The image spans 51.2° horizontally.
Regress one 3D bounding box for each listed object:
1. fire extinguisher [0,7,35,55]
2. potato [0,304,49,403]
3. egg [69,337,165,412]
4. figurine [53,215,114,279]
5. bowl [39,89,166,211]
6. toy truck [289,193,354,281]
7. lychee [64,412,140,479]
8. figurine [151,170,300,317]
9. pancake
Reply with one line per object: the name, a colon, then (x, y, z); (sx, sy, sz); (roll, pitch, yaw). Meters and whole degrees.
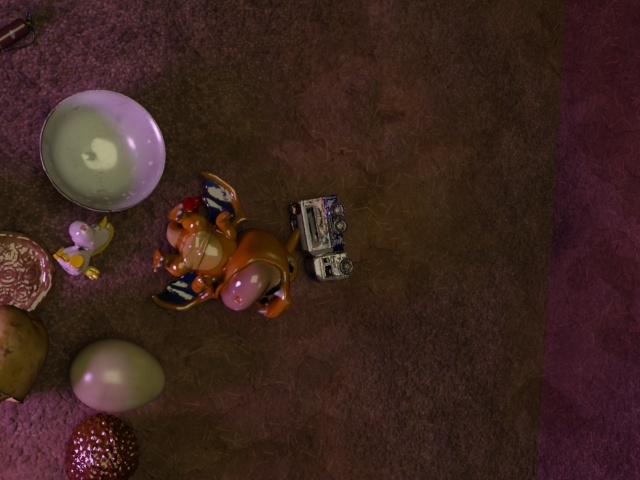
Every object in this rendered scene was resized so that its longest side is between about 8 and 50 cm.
fire extinguisher: (-0.794, -0.521, 1.714); (0.157, 0.045, 0.078); (-44, 136, -22)
potato: (-0.760, 0.265, 1.599); (0.242, 0.285, 0.243); (-1, 66, 1)
egg: (-0.529, 0.356, 1.753); (0.253, 0.188, 0.189); (18, 81, -32)
figurine: (-0.622, 0.009, 1.775); (0.129, 0.109, 0.178); (36, 72, -50)
bowl: (-0.580, -0.228, 1.759); (0.313, 0.146, 0.313); (1, 88, -29)
toy truck: (0.000, 0.000, 2.069); (0.155, 0.124, 0.268); (-10, 92, -20)
lychee: (-0.562, 0.568, 1.732); (0.200, 0.200, 0.238); (-16, 75, -26)
figurine: (-0.252, 0.022, 1.861); (0.387, 0.268, 0.401); (21, 75, -23)
pancake: (-0.797, 0.093, 1.699); (0.250, 0.031, 0.250); (-3, 96, -32)
